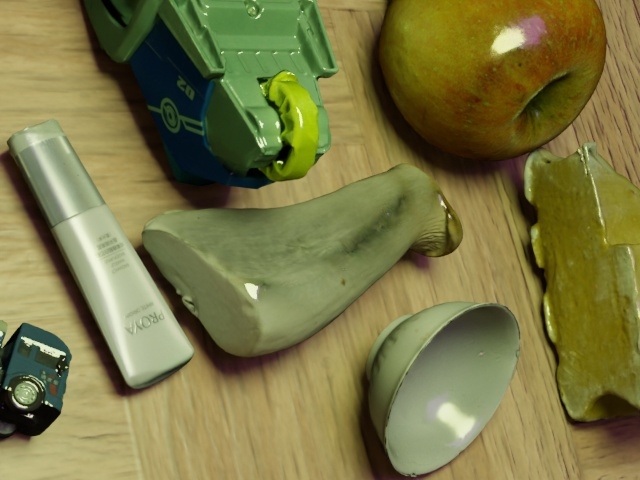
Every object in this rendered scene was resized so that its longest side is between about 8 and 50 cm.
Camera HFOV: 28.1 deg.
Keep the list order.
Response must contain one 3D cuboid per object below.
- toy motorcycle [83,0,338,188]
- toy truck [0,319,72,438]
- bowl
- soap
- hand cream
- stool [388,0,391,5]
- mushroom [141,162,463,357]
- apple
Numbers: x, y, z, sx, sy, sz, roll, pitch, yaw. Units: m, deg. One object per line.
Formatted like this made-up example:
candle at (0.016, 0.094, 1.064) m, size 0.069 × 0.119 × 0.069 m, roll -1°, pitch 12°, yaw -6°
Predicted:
toy motorcycle at (-0.099, -0.167, 1.210) m, size 0.191 × 0.200 × 0.326 m, roll -4°, pitch 60°, yaw -33°
toy truck at (-0.305, 0.090, 1.034) m, size 0.201 × 0.074 × 0.088 m, roll 24°, pitch 49°, yaw -20°
bowl at (0.100, 0.126, 1.235) m, size 0.189 × 0.189 × 0.086 m, roll -24°, pitch 40°, yaw -37°
soap at (0.410, 0.034, 1.438) m, size 0.338 × 0.169 × 0.304 m, roll -2°, pitch 80°, yaw -33°
hand cream at (-0.201, 0.012, 1.142) m, size 0.079 × 0.048 × 0.255 m, roll -28°, pitch 85°, yaw -39°
stool at (0.158, -0.323, 1.475) m, size 0.121 × 0.125 × 0.217 m, roll 33°, pitch 65°, yaw -17°
mushroom at (0.000, 0.000, 1.228) m, size 0.328 × 0.122 × 0.159 m, roll -23°, pitch 91°, yaw -37°
apple at (0.178, -0.205, 1.367) m, size 0.237 × 0.237 × 0.207 m, roll -11°, pitch 50°, yaw -35°
